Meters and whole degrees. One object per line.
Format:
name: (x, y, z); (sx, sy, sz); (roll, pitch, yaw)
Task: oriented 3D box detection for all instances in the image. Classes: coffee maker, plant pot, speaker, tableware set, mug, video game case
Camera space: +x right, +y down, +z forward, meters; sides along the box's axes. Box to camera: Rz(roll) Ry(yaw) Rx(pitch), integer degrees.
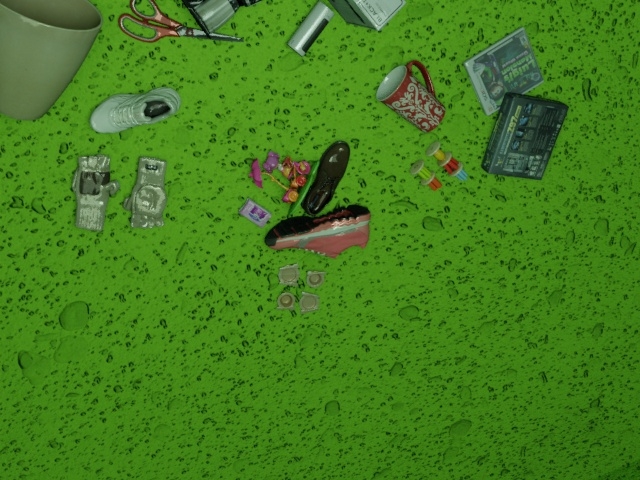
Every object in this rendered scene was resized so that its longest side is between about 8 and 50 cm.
coffee maker: (-0.243, -0.600, 1.481); (0.178, 0.120, 0.171); (-36, 108, 0)
plant pot: (-0.657, -0.421, 1.419); (0.256, 0.257, 0.274); (19, 123, -19)
speaker: (-0.025, -0.538, 1.594); (0.055, 0.055, 0.136); (35, 100, -23)
tableware set: (-0.062, 0.148, 1.886); (0.141, 0.020, 0.169); (3, 111, -14)
mug: (0.260, -0.389, 1.690); (0.169, 0.113, 0.150); (33, 103, -26)
video game case: (0.515, -0.472, 1.759); (0.190, 0.022, 0.173); (-31, 115, 1)

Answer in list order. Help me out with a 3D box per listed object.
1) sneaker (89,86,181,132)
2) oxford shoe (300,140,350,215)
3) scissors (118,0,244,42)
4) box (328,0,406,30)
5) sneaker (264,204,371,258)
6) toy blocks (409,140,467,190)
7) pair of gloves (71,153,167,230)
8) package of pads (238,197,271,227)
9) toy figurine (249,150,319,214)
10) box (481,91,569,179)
sneaker: (-0.462, -0.320, 1.552); (0.232, 0.115, 0.090); (-20, 115, -4)
oxford shoe: (0.025, -0.166, 1.736); (0.082, 0.096, 0.227); (21, 104, -18)
scissors: (-0.345, -0.511, 1.556); (0.297, 0.021, 0.109); (19, 104, -20)
box: (0.076, -0.590, 1.465); (0.087, 0.290, 0.169); (-43, 113, 7)
sneaker: (0.001, 0.000, 1.788); (0.313, 0.116, 0.136); (-12, 115, -8)
toy blocks: (0.349, -0.196, 1.818); (0.148, 0.054, 0.123); (37, 100, -23)
pair of gloves: (-0.529, -0.126, 1.659); (0.240, 0.042, 0.204); (0, 108, -15)
package of pads: (-0.183, -0.078, 1.759); (0.083, 0.032, 0.050); (34, 103, -23)
toy figurine: (-0.109, -0.182, 1.702); (0.159, 0.130, 0.173); (29, 81, -12)
box: (0.588, -0.298, 1.815); (0.183, 0.059, 0.233); (4, 116, -16)
